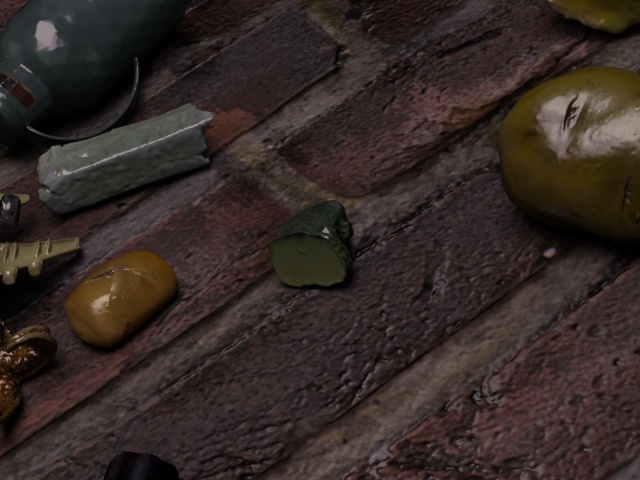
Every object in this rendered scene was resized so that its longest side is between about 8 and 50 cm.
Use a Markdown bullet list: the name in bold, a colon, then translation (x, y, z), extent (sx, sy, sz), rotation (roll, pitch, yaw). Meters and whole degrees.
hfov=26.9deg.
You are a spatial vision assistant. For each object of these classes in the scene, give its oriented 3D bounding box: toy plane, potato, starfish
- **toy plane**: translation (-0.354, 0.000, 1.347), extent (0.229, 0.092, 0.244), rotation (12, 23, -15)
- **potato**: translation (0.267, -0.082, 1.253), extent (0.200, 0.137, 0.154), rotation (11, 51, 25)
- **starfish**: translation (-0.354, 0.120, 1.296), extent (0.190, 0.074, 0.146), rotation (15, 51, 29)

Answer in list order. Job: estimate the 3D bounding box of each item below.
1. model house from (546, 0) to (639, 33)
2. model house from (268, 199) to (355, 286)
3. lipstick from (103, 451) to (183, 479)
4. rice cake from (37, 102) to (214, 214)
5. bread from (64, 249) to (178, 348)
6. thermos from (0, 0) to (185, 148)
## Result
- **model house**: translation (0.351, -0.344, 1.461), extent (0.234, 0.175, 0.193), rotation (5, 49, 18)
- **model house**: translation (0.000, 0.000, 1.323), extent (0.078, 0.066, 0.083), rotation (-7, 26, 26)
- **lipstick**: translation (-0.181, 0.350, 1.010), extent (0.077, 0.077, 0.418), rotation (-3, 47, 15)
- **rice cake**: translation (-0.212, -0.092, 1.471), extent (0.206, 0.063, 0.069), rotation (-21, 38, -5)
- **bread**: translation (-0.202, 0.051, 1.329), extent (0.115, 0.056, 0.082), rotation (-39, 48, -21)
- **thermos**: translation (-0.284, -0.218, 1.577), extent (0.182, 0.145, 0.286), rotation (36, 62, 3)
